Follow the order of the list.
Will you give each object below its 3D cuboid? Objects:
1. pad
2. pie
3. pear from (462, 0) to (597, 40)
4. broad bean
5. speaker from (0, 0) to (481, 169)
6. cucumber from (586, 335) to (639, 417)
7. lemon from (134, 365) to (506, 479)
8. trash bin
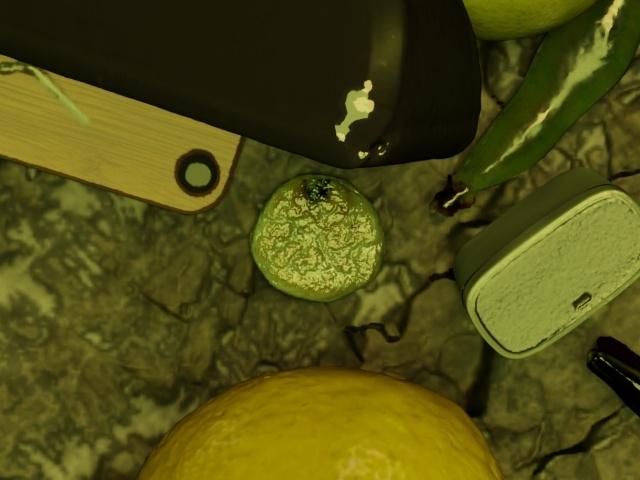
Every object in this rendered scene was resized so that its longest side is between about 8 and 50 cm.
[{"bbox_3d":[-0.157,-0.185,1.170,0.286,0.018,0.284,17,98,-4],"label":"pad"},{"bbox_3d":[0.000,0.000,1.196,0.085,0.017,0.085,0,97,-1],"label":"pie"},{"bbox_3d":[0.081,-0.203,1.109,0.216,0.166,0.180,-3,106,40],"label":"pear"},{"bbox_3d":[0.167,-0.130,1.165,0.060,0.043,0.297,32,98,5],"label":"broad bean"},{"bbox_3d":[-0.096,-0.178,1.027,0.388,0.180,0.184,20,101,17],"label":"speaker"},{"bbox_3d":[0.221,0.108,1.206,0.135,0.033,0.034,34,130,-3],"label":"cucumber"},{"bbox_3d":[0.002,0.177,1.121,0.240,0.240,0.219,26,69,-4],"label":"lemon"},{"bbox_3d":[0.136,0.010,1.141,0.116,0.130,0.059,-36,97,5],"label":"trash bin"}]
